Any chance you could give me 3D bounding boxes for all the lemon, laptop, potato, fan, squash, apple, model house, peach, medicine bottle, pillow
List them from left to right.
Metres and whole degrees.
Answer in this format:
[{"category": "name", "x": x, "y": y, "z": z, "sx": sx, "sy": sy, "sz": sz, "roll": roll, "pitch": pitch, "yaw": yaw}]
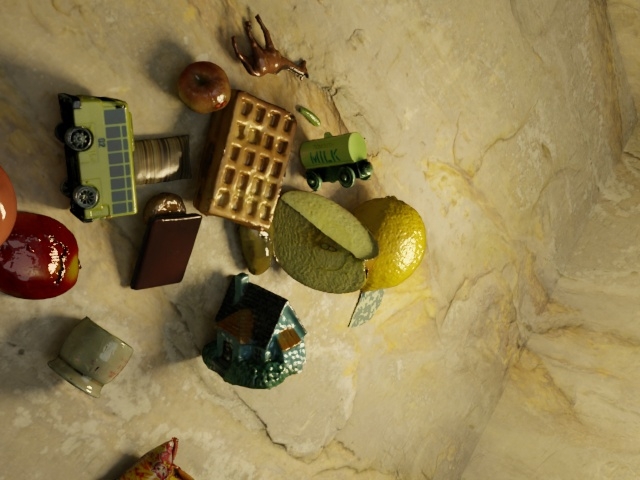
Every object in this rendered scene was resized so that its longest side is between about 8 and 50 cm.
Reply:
[{"category": "peach", "x": -0.619, "y": 0.034, "z": 1.430, "sx": 0.279, "sy": 0.068, "sz": 0.189, "roll": 26, "pitch": 82, "yaw": -47}, {"category": "medicine bottle", "x": -0.524, "y": 0.269, "z": 1.547, "sx": 0.143, "sy": 0.147, "sz": 0.147, "roll": -56, "pitch": 135, "yaw": -15}, {"category": "pillow", "x": -0.394, "y": -0.189, "z": 1.608, "sx": 0.203, "sy": 0.038, "sz": 0.113, "roll": -14, "pitch": 111, "yaw": -43}, {"category": "laptop", "x": -0.378, "y": 0.026, "z": 1.660, "sx": 0.154, "sy": 0.026, "sz": 0.207, "roll": -9, "pitch": 130, "yaw": -49}, {"category": "apple", "x": -0.278, "y": -0.364, "z": 1.614, "sx": 0.126, "sy": 0.126, "sz": 0.102, "roll": -61, "pitch": 178, "yaw": -12}, {"category": "model house", "x": -0.177, "y": 0.228, "z": 1.808, "sx": 0.226, "sy": 0.261, "sz": 0.241, "roll": -16, "pitch": 115, "yaw": -43}, {"category": "potato", "x": -0.173, "y": 0.010, "z": 1.872, "sx": 0.105, "sy": 0.085, "sz": 0.188, "roll": -19, "pitch": 122, "yaw": -35}, {"category": "squash", "x": -0.030, "y": -0.356, "z": 1.938, "sx": 0.089, "sy": 0.027, "sz": 0.027, "roll": 37, "pitch": 76, "yaw": -42}, {"category": "apple", "x": 0.000, "y": 0.000, "z": 1.950, "sx": 0.346, "sy": 0.179, "sz": 0.254, "roll": 35, "pitch": 75, "yaw": -8}, {"category": "fan", "x": 0.170, "y": 0.211, "z": 2.349, "sx": 0.240, "sy": 0.009, "sz": 0.131, "roll": -57, "pitch": 136, "yaw": -16}, {"category": "lemon", "x": 0.196, "y": 0.015, "z": 2.123, "sx": 0.268, "sy": 0.268, "sz": 0.321, "roll": 10, "pitch": 91, "yaw": -47}]

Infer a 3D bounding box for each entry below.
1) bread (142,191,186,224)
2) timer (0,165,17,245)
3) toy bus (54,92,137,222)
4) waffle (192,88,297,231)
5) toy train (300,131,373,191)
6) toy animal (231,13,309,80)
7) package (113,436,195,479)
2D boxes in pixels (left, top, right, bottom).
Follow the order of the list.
[{"category": "bread", "x": -0.380, "y": -0.078, "z": 1.643, "sx": 0.113, "sy": 0.060, "sz": 0.082, "roll": 0, "pitch": 104, "yaw": -48}, {"category": "timer", "x": -0.678, "y": -0.068, "z": 1.229, "sx": 0.230, "sy": 0.215, "sz": 0.229, "roll": -22, "pitch": 125, "yaw": -37}, {"category": "toy bus", "x": -0.476, "y": -0.182, "z": 1.447, "sx": 0.150, "sy": 0.128, "sz": 0.262, "roll": -11, "pitch": 111, "yaw": -32}, {"category": "waffle", "x": -0.192, "y": -0.201, "z": 1.730, "sx": 0.224, "sy": 0.098, "sz": 0.327, "roll": 17, "pitch": 85, "yaw": -39}, {"category": "toy train", "x": 0.038, "y": -0.228, "z": 1.901, "sx": 0.105, "sy": 0.253, "sz": 0.157, "roll": -24, "pitch": 105, "yaw": -38}, {"category": "toy animal", "x": -0.123, "y": -0.482, "z": 1.776, "sx": 0.229, "sy": 0.066, "sz": 0.224, "roll": 57, "pitch": 43, "yaw": -30}, {"category": "package", "x": -0.469, "y": 0.667, "z": 1.777, "sx": 0.288, "sy": 0.108, "sz": 0.223, "roll": -33, "pitch": 130, "yaw": -26}]
